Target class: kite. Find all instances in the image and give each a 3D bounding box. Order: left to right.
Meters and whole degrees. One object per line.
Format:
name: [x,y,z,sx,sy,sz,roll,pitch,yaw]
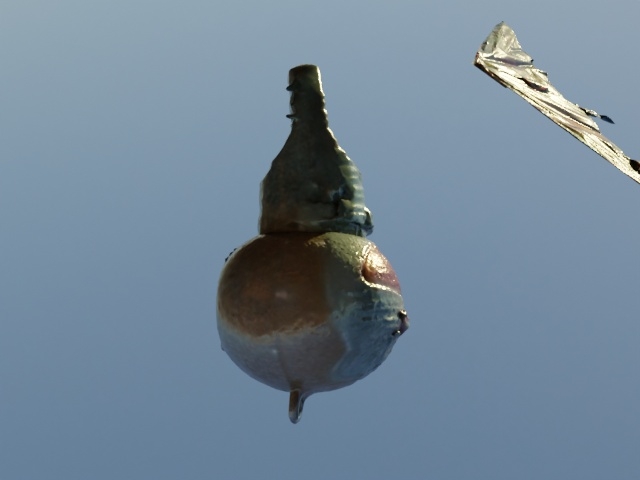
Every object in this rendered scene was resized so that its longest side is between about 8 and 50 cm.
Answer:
kite: [0.221,-0.137,1.364,0.016,0.234,0.321,-53,-130,19]

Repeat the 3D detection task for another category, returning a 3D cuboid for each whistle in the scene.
whistle: [0.000,0.000,1.358,0.189,0.189,0.347,-7,-106,38]
